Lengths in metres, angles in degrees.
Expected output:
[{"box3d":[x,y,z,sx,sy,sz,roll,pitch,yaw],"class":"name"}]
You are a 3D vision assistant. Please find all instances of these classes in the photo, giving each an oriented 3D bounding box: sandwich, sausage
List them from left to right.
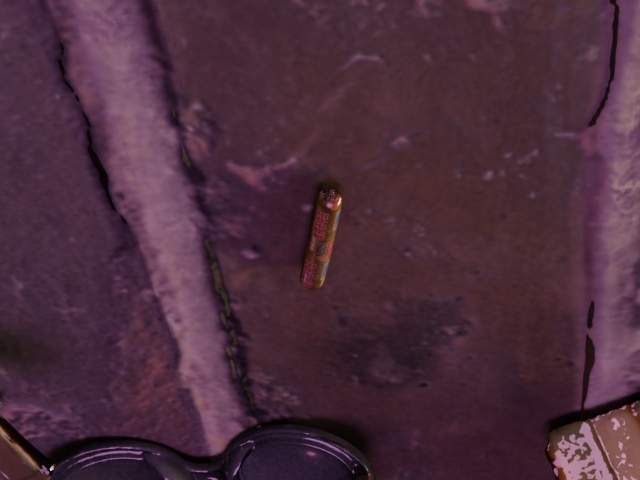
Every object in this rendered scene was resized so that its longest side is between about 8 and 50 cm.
[{"box3d":[0.000,0.000,1.000,0.015,0.015,0.100,3,147,-7],"class":"sausage"},{"box3d":[0.240,0.204,1.207,0.117,0.144,0.187,-23,142,26],"class":"sandwich"}]

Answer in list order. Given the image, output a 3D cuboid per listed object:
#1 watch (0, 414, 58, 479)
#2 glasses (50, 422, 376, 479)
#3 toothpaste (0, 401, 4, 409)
[{"box3d":[-0.275,0.100,0.991,0.268,0.165,0.102,43,130,-20],"class":"watch"},{"box3d":[-0.083,0.239,1.150,0.234,0.268,0.118,-4,128,8],"class":"glasses"},{"box3d":[-0.354,0.109,1.121,0.299,0.073,0.114,10,147,-29],"class":"toothpaste"}]
